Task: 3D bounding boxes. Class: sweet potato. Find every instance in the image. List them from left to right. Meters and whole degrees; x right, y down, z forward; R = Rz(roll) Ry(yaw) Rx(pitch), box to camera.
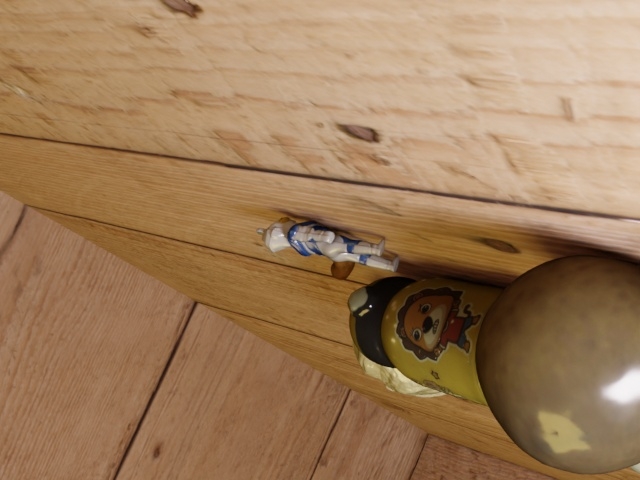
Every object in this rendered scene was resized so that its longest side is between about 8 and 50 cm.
[{"bbox_3d":[0.034,0.042,1.843,0.044,0.044,0.179,23,168,6],"label":"sweet potato"}]

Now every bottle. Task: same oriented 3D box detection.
[{"bbox_3d":[0.179,0.139,1.659,0.171,0.172,0.351,33,165,-36],"label":"bottle"}]

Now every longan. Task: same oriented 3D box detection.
[{"bbox_3d":[0.303,0.132,1.255,0.258,0.258,0.258,23,168,5],"label":"longan"}]

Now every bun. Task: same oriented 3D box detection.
[{"bbox_3d":[0.145,0.191,1.912,0.220,0.134,0.220,27,-162,-10],"label":"bun"}]

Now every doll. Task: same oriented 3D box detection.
[{"bbox_3d":[0.000,0.000,1.698,0.227,0.057,0.114,9,169,24],"label":"doll"}]

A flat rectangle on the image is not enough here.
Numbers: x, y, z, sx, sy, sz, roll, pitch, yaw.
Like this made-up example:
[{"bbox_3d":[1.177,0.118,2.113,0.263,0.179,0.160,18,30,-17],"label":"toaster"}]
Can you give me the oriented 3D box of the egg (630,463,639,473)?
[{"bbox_3d":[0.501,0.271,1.654,0.151,0.151,0.209,22,166,10],"label":"egg"}]
